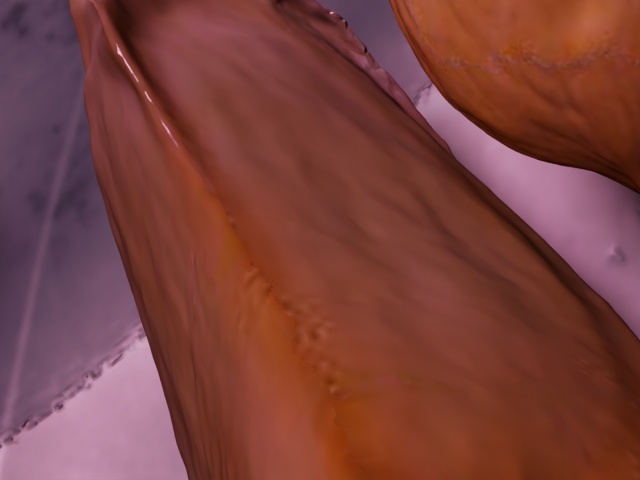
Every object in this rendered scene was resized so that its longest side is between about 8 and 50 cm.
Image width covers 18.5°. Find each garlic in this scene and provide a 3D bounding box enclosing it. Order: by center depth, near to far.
[{"bbox_3d":[0.000,-0.001,0.604,0.151,0.196,0.338,-25,53,1],"label":"garlic"}]

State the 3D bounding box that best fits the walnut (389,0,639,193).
[{"bbox_3d":[0.111,-0.119,0.593,0.195,0.195,0.222,-4,74,31],"label":"walnut"}]
